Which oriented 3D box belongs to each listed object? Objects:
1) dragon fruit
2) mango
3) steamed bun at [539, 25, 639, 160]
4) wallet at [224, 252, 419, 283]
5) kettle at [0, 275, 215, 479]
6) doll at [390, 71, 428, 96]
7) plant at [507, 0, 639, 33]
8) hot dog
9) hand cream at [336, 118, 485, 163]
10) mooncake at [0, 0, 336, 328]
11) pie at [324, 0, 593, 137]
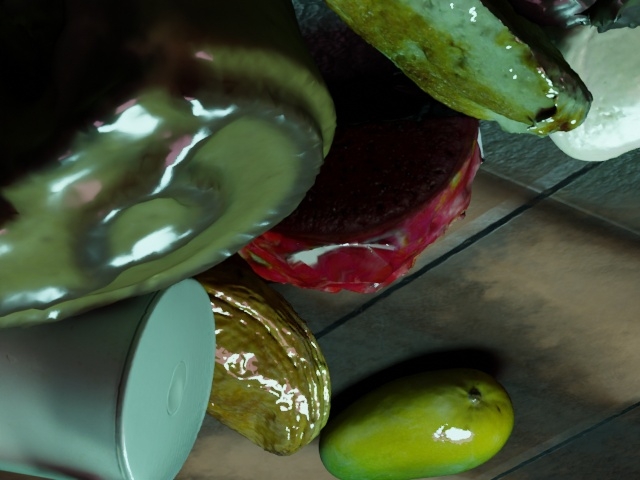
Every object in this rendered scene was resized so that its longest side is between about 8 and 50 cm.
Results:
[{"bbox_3d":[0.009,-0.022,1.648,0.261,0.189,0.163,-1,114,6],"label":"dragon fruit"},{"bbox_3d":[0.104,0.216,2.204,0.251,0.114,0.156,-12,162,28],"label":"mango"},{"bbox_3d":[0.262,-0.185,1.525,0.238,0.170,0.152,-26,123,20],"label":"steamed bun"},{"bbox_3d":[0.000,0.000,1.859,0.204,0.045,0.142,-5,152,-9],"label":"wallet"},{"bbox_3d":[-0.280,0.124,1.666,0.318,0.265,0.205,9,131,17],"label":"kettle"},{"bbox_3d":[0.161,-0.135,1.660,0.219,0.067,0.091,9,167,-43],"label":"doll"},{"bbox_3d":[0.230,-0.225,1.292,0.215,0.312,0.213,-9,153,-8],"label":"plant"},{"bbox_3d":[-0.102,0.102,1.854,0.272,0.122,0.196,32,158,-19],"label":"hot dog"},{"bbox_3d":[0.022,-0.074,1.742,0.257,0.050,0.084,-12,153,0],"label":"hand cream"},{"bbox_3d":[-0.195,-0.099,1.449,0.393,0.246,0.394,-4,153,-22],"label":"mooncake"},{"bbox_3d":[0.087,-0.173,1.404,0.274,0.257,0.105,37,91,-25],"label":"pie"}]
